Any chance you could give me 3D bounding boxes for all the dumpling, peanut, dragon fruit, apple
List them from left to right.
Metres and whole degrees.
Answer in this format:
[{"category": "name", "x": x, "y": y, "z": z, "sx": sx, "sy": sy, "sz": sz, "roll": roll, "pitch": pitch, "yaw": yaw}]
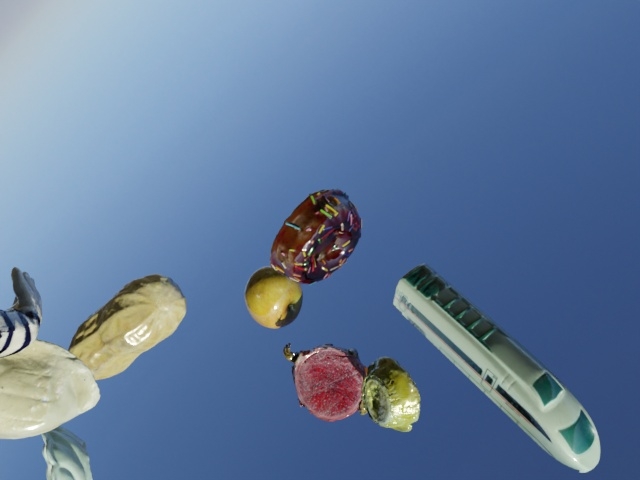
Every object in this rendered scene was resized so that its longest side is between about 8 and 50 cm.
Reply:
[{"category": "dumpling", "x": -0.533, "y": 0.261, "z": 1.058, "sx": 0.252, "sy": 0.179, "sz": 0.131, "roll": -9, "pitch": -173, "yaw": 3}, {"category": "peanut", "x": -0.427, "y": 0.194, "z": 1.270, "sx": 0.313, "sy": 0.152, "sz": 0.152, "roll": -35, "pitch": -142, "yaw": 16}, {"category": "apple", "x": -0.140, "y": 0.163, "z": 1.728, "sx": 0.155, "sy": 0.182, "sz": 0.182, "roll": 24, "pitch": -106, "yaw": 29}, {"category": "dragon fruit", "x": 0.023, "y": 0.378, "z": 1.637, "sx": 0.282, "sy": 0.147, "sz": 0.211, "roll": 35, "pitch": -95, "yaw": 12}]

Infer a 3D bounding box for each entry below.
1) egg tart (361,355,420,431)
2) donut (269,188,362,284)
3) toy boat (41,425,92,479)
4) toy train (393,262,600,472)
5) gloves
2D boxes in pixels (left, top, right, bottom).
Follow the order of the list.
[{"category": "egg tart", "x": 0.160, "y": 0.376, "z": 1.436, "sx": 0.197, "sy": 0.078, "sz": 0.197, "roll": 24, "pitch": -61, "yaw": 53}, {"category": "donut", "x": 0.000, "y": 0.000, "z": 1.278, "sx": 0.235, "sy": 0.235, "sz": 0.089, "roll": -49, "pitch": -120, "yaw": 0}, {"category": "toy boat", "x": -0.580, "y": 0.541, "z": 1.347, "sx": 0.199, "sy": 0.100, "sz": 0.290, "roll": -57, "pitch": -133, "yaw": 52}, {"category": "toy train", "x": 0.288, "y": 0.193, "z": 0.961, "sx": 0.086, "sy": 0.088, "sz": 0.407, "roll": -28, "pitch": -126, "yaw": -27}, {"category": "gloves", "x": -0.527, "y": 0.134, "z": 0.982, "sx": 0.140, "sy": 0.131, "sz": 0.219, "roll": -39, "pitch": 177, "yaw": 1}]
